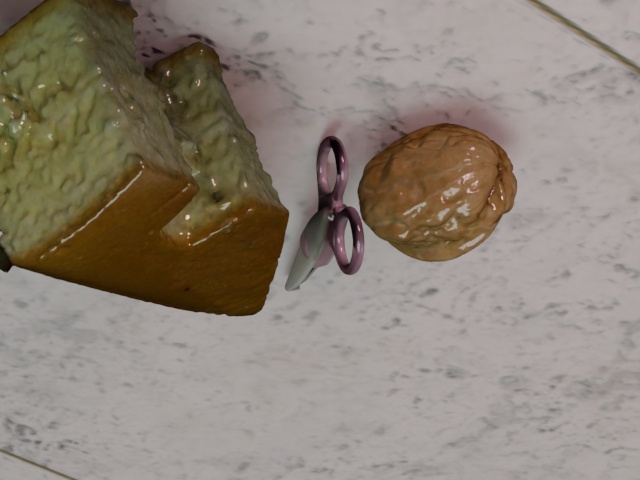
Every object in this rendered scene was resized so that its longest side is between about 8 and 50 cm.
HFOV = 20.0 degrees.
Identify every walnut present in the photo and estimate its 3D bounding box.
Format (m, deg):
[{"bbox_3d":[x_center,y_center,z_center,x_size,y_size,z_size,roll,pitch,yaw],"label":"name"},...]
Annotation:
[{"bbox_3d":[0.068,-0.028,1.081,0.096,0.082,0.079,-18,167,28],"label":"walnut"}]

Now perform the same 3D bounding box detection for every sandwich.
[{"bbox_3d":[-0.093,-0.034,1.030,0.128,0.122,0.236,-36,153,20],"label":"sandwich"}]

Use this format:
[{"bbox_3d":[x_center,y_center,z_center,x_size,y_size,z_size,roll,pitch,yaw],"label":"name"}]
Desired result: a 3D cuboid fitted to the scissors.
[{"bbox_3d":[0.000,0.000,1.147,0.022,0.085,0.176,-9,162,-15],"label":"scissors"}]
